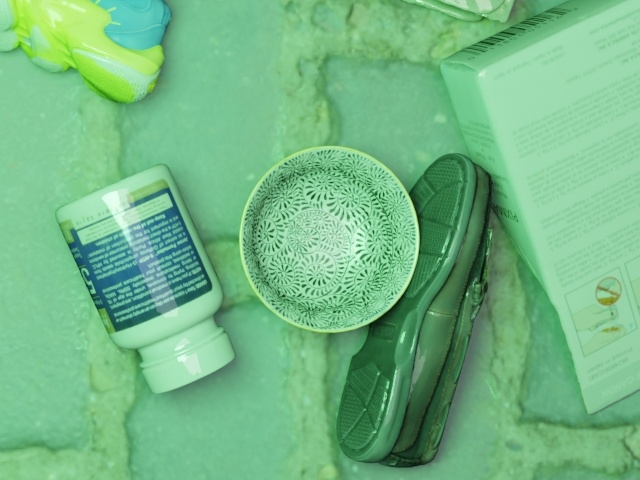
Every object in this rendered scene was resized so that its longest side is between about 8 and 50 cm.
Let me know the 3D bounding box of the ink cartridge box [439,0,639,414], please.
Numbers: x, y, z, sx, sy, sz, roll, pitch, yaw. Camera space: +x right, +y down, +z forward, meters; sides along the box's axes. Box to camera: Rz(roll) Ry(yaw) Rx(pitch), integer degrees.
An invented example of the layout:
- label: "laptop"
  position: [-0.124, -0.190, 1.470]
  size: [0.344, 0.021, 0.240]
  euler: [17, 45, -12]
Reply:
- label: "ink cartridge box"
  position: [0.322, -0.063, 1.494]
  size: [0.308, 0.091, 0.385]
  euler: [-26, 112, -14]

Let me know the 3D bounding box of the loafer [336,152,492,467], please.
- label: "loafer"
  position: [0.104, 0.070, 1.418]
  size: [0.095, 0.109, 0.302]
  euler: [19, 90, -33]

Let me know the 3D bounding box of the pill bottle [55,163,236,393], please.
- label: "pill bottle"
  position: [-0.150, 0.036, 1.336]
  size: [0.112, 0.112, 0.186]
  euler: [-25, 94, -14]

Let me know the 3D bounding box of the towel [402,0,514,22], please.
- label: "towel"
  position: [0.080, -0.334, 1.437]
  size: [0.282, 0.049, 0.187]
  euler: [22, 82, -12]

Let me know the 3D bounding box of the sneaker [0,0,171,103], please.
- label: "sneaker"
  position: [-0.242, -0.223, 1.344]
  size: [0.240, 0.091, 0.126]
  euler: [30, 64, -12]

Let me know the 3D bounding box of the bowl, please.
- label: "bowl"
  position: [0.000, 0.000, 1.392]
  size: [0.170, 0.080, 0.170]
  euler: [0, 88, -14]
